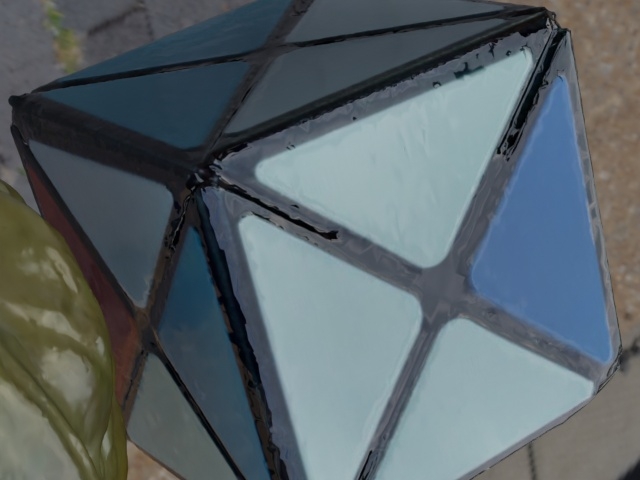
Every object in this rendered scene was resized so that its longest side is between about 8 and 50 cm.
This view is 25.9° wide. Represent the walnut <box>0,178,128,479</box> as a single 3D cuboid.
[{"bbox_3d":[-0.210,0.102,0.583,0.253,0.282,0.276,-4,133,-7],"label":"walnut"}]

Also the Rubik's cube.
[{"bbox_3d":[0.000,0.001,0.823,0.246,0.248,0.250,-27,115,-28],"label":"Rubik's cube"}]
